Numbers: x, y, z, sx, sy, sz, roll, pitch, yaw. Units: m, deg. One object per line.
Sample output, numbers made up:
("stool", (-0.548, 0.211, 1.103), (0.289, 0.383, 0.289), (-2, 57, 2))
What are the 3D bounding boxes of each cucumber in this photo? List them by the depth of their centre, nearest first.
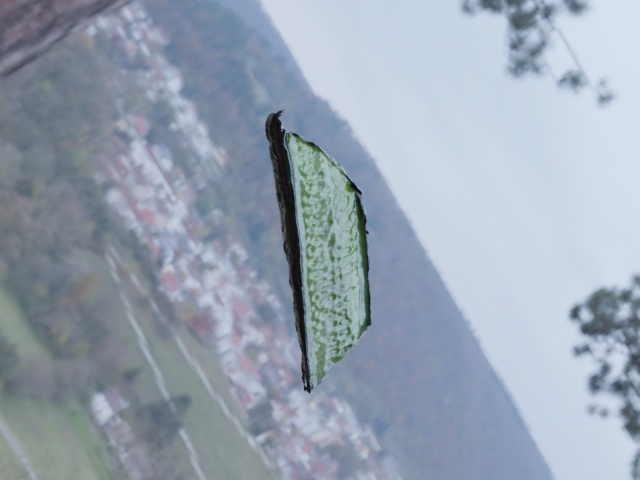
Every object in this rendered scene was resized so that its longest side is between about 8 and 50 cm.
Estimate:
("cucumber", (0.000, 0.000, 0.883), (0.046, 0.070, 0.220), (31, -48, 54))
